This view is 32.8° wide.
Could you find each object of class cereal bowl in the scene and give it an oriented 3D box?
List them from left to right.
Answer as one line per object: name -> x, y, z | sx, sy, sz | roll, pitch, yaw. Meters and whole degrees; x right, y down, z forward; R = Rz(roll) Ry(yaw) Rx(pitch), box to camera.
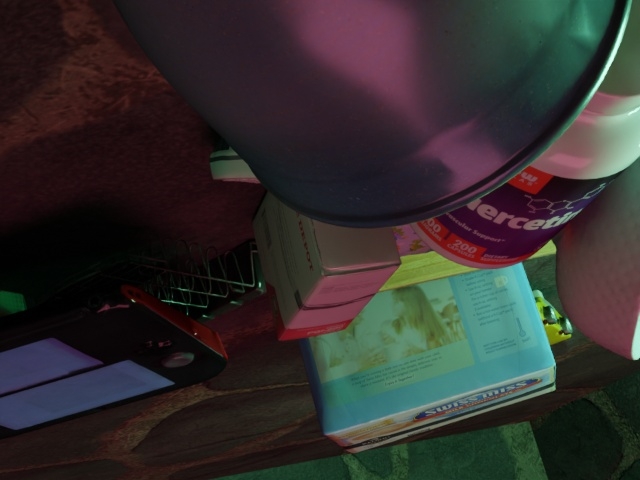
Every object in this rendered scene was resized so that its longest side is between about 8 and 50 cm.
cereal bowl -> 0.354, -0.044, 1.218 | 0.141, 0.339, 0.339 | 23, 175, 24

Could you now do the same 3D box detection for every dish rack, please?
dish rack -> -0.214, 0.057, 1.336 | 0.208, 0.074, 0.271 | -28, 155, 30

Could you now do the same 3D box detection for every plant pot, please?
plant pot -> -0.008, -0.180, 0.576 | 0.271, 0.272, 0.255 | -24, 145, 24

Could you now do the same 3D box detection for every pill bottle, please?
pill bottle -> 0.196, -0.107, 1.020 | 0.181, 0.181, 0.323 | -9, 160, -17

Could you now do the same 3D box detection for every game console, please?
game console -> -0.329, 0.156, 1.276 | 0.386, 0.060, 0.342 | -17, 162, 9

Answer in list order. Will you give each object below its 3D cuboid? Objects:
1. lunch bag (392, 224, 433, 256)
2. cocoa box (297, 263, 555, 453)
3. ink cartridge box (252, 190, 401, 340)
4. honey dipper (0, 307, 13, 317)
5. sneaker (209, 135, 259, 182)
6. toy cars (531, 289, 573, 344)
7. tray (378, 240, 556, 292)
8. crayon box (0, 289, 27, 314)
lunch bag -> 0.107, -0.037, 1.241 | 0.129, 0.096, 0.151 | -7, 137, -16
cocoa box -> 0.155, 0.153, 1.633 | 0.347, 0.231, 0.228 | -18, 161, 6
ink cartridge box -> 0.000, 0.000, 1.200 | 0.092, 0.158, 0.218 | -8, 160, -17
honey dipper -> -0.368, 0.081, 1.242 | 0.030, 0.030, 0.160 | -29, 131, 35
sneaker -> -0.009, -0.111, 0.969 | 0.126, 0.127, 0.321 | 1, -179, -25
toy cars -> 0.291, 0.146, 1.957 | 0.393, 0.087, 0.176 | -4, 153, -22
tray -> 0.256, -0.033, 1.439 | 0.411, 0.076, 0.203 | -11, 161, -10
crayon box -> -0.490, 0.108, 1.243 | 0.165, 0.081, 0.278 | -24, 159, 25
